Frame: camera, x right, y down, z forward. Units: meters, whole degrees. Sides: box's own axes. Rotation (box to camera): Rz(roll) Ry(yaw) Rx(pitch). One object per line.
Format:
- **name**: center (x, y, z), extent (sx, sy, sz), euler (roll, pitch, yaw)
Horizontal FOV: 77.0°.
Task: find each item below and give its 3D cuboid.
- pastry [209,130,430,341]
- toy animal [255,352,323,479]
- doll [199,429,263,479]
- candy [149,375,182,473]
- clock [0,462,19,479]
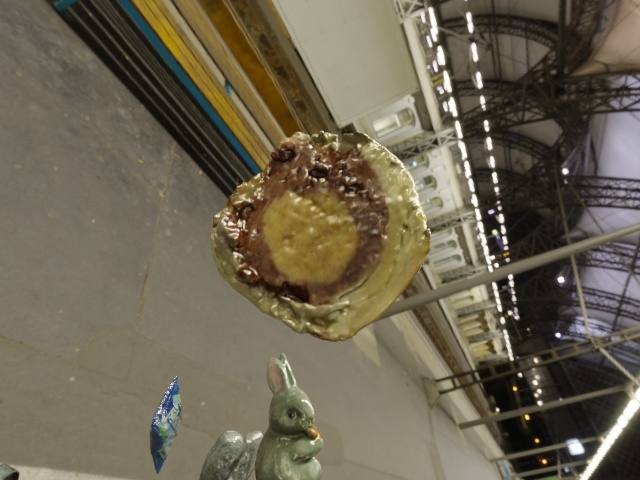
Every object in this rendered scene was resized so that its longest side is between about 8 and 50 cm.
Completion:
- **pastry**: center (0.010, -0.002, 0.539), extent (0.237, 0.256, 0.170), euler (37, -12, 11)
- **toy animal**: center (-0.060, 0.348, 0.758), extent (0.127, 0.126, 0.251), euler (2, 84, -73)
- **doll**: center (-0.230, 0.609, 0.910), extent (0.158, 0.340, 0.246), euler (27, -8, 45)
- **candy**: center (-0.528, 0.628, 1.373), extent (0.187, 0.077, 0.331), euler (-81, -178, -58)
- **clock**: center (-0.898, 0.711, 1.063), extent (0.042, 0.214, 0.215), euler (27, 22, -3)
